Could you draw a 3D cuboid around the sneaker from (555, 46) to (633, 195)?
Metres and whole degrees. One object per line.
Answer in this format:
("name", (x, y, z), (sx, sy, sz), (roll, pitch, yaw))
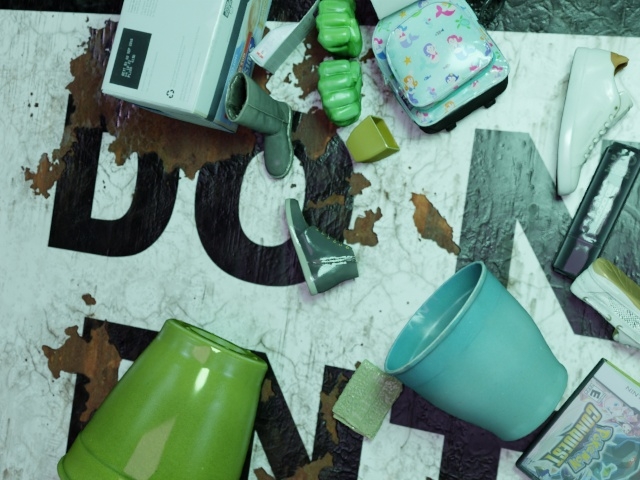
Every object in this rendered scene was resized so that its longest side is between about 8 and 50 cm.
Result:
("sneaker", (0.519, -0.223, 1.233), (0.123, 0.106, 0.290), (11, 90, 19))

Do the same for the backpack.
("backpack", (0.226, -0.368, 1.291), (0.225, 0.191, 0.254), (-31, 75, 14))

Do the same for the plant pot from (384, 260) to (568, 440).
("plant pot", (0.302, 0.223, 1.215), (0.255, 0.271, 0.272), (41, 99, -2))

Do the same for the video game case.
("video game case", (0.558, 0.407, 1.236), (0.248, 0.035, 0.275), (38, 98, 14))

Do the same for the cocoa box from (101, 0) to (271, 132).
("cocoa box", (-0.278, -0.439, 1.410), (0.231, 0.228, 0.347), (16, 93, 16))

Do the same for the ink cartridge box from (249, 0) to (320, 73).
("ink cartridge box", (-0.070, -0.443, 1.391), (0.045, 0.145, 0.179), (40, 99, -1))

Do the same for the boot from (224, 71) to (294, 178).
("boot", (-0.125, -0.235, 1.368), (0.076, 0.208, 0.190), (-3, 87, 17))

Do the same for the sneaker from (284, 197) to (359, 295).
("sneaker", (0.000, 0.000, 1.403), (0.118, 0.083, 0.222), (-18, 76, -4))

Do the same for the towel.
("towel", (0.099, 0.336, 1.377), (0.110, 0.027, 0.148), (30, 97, 16))

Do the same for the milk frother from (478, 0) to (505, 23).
("milk frother", (0.316, -0.534, 1.315), (0.143, 0.129, 0.135), (-66, 34, 33))

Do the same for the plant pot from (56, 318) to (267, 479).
("plant pot", (-0.287, 0.364, 1.345), (0.366, 0.366, 0.353), (23, 83, 16))

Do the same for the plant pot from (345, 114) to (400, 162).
("plant pot", (0.104, -0.205, 1.371), (0.083, 0.081, 0.081), (-32, 80, 25))

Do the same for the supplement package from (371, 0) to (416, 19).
("supplement package", (0.151, -0.564, 1.200), (0.203, 0.194, 0.149), (-23, 53, 12))

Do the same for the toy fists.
("toy fists", (0.043, -0.377, 1.359), (0.096, 0.142, 0.279), (-1, 88, 16))

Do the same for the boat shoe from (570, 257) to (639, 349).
("boat shoe", (0.588, 0.155, 1.214), (0.277, 0.098, 0.096), (44, 125, 5))

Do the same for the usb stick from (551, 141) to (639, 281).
("usb stick", (0.535, -0.052, 1.255), (0.077, 0.045, 0.278), (25, 95, 22))
